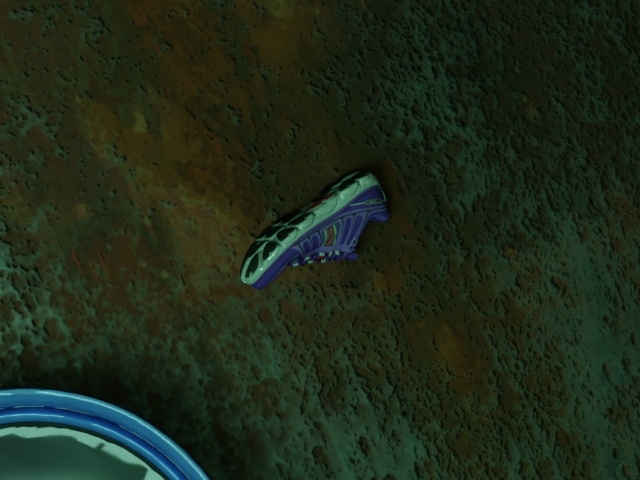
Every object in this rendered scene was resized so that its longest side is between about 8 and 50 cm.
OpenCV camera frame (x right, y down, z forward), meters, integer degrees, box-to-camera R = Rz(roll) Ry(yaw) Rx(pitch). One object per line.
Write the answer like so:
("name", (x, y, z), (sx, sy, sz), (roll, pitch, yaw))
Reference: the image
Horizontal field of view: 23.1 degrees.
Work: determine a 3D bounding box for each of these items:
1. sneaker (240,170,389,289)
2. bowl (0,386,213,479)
("sneaker", (0.000, 0.000, 1.494), (0.170, 0.068, 0.071), (-34, 104, -20))
("bowl", (-0.246, 0.318, 1.317), (0.391, 0.077, 0.391), (0, 87, -4))
